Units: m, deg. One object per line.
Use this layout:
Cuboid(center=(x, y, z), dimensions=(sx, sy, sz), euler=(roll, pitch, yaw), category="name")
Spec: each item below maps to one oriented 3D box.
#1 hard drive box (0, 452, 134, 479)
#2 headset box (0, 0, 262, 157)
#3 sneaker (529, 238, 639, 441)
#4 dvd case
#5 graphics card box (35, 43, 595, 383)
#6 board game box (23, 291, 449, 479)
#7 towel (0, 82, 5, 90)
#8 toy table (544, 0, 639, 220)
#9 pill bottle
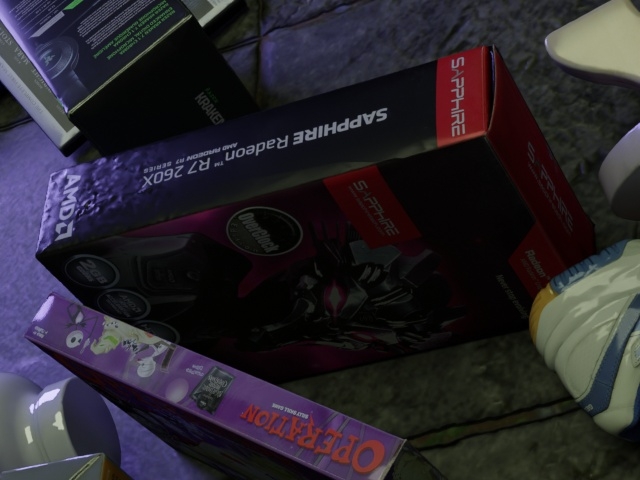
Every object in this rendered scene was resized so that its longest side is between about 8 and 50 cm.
Cuboid(center=(-0.134, 0.280, 1.093), dimensions=(0.089, 0.232, 0.181), euler=(-13, 51, 22), category="hard drive box")
Cuboid(center=(-0.151, -0.134, 1.417), dimensions=(0.131, 0.246, 0.283), euler=(-39, 46, -2), category="headset box")
Cuboid(center=(0.299, 0.033, 1.130), dimensions=(0.296, 0.112, 0.131), euler=(-33, 63, 7), category="sneaker")
Cuboid(center=(-0.219, -0.222, 1.635), dimensions=(0.238, 0.029, 0.179), euler=(-41, 67, -5), category="dvd case")
Cuboid(center=(0.000, 0.000, 1.229), dimensions=(0.371, 0.233, 0.094), euler=(-13, 51, 22), category="graphics card box")
Cuboid(center=(-0.036, 0.146, 1.156), dimensions=(0.347, 0.208, 0.056), euler=(18, 67, 40), category="board game box")
Cuboid(center=(-0.442, -0.231, 1.789), dimensions=(0.227, 0.076, 0.308), euler=(-44, 46, -7), category="towel")
Cuboid(center=(0.310, -0.143, 1.168), dimensions=(0.274, 0.252, 0.161), euler=(-22, 64, 4), category="toy table")
Cuboid(center=(-0.299, 0.197, 1.318), dimensions=(0.264, 0.146, 0.146), euler=(-22, 48, 16), category="pill bottle")
